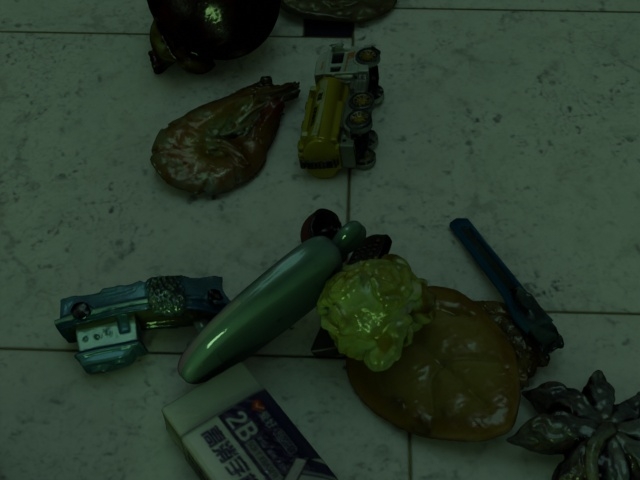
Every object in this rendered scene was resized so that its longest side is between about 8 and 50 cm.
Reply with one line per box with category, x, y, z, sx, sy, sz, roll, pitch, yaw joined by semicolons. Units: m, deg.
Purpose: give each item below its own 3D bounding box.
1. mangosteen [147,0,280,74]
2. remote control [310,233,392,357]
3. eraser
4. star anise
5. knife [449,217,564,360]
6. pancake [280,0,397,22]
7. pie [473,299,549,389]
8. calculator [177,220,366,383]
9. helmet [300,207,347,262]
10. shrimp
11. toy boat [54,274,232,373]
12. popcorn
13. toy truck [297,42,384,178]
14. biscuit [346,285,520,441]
mangosteen;-0.190;-0.376;1.841;0.228;0.228;0.265;45;103;32
remote control;0.044;0.072;1.532;0.059;0.028;0.212;-16;36;41
eraser;-0.084;0.255;1.357;0.124;0.068;0.210;-30;54;-20
star anise;0.338;0.250;1.352;0.230;0.081;0.262;7;46;-7
knife;0.246;0.056;1.534;0.044;0.026;0.296;-17;43;-14
pancake;0.028;-0.453;1.997;0.242;0.050;0.242;2;57;-3
pie;0.241;0.127;1.491;0.092;0.034;0.170;-20;45;-14
calculator;-0.055;0.077;1.425;0.299;0.185;0.041;-38;74;-9
helmet;0.000;0.002;1.592;0.065;0.049;0.084;4;67;-43
shrimp;-0.128;-0.167;1.741;0.154;0.062;0.294;40;62;16
toy boat;-0.218;0.109;1.472;0.238;0.109;0.098;-11;70;-5
popcorn;0.064;0.082;1.412;0.136;0.141;0.162;-8;56;42
toy truck;0.031;-0.199;1.738;0.114;0.098;0.227;1;50;10
biscuit;0.148;0.156;1.436;0.203;0.041;0.260;-33;48;-16
